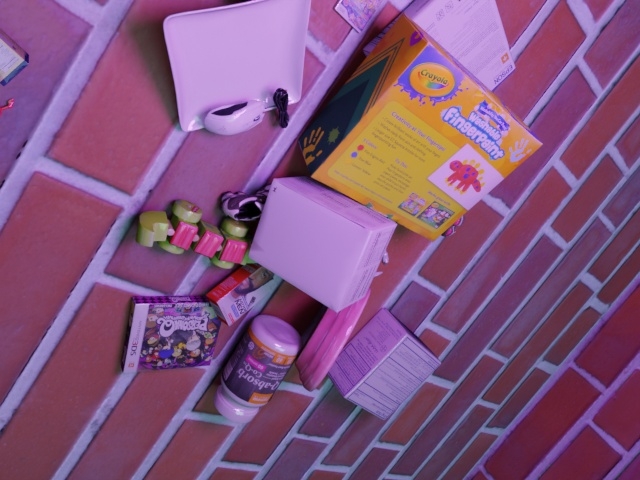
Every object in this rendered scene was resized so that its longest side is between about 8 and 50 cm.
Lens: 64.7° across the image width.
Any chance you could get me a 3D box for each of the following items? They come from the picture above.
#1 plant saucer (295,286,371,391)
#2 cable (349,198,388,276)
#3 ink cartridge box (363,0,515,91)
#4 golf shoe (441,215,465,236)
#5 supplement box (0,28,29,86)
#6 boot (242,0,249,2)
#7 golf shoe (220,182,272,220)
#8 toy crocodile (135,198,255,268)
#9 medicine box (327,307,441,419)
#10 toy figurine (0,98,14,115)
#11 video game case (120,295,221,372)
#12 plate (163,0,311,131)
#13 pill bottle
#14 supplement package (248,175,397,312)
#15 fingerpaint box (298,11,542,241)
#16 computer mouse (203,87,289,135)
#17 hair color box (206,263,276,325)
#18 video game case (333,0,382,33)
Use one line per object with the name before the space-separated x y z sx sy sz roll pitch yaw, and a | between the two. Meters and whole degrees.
plant saucer | 0.025 0.256 1.413 0.084 0.332 0.332 31 104 3
cable | 0.062 0.006 1.377 0.257 0.089 0.257 -16 125 -21
ink cartridge box | 0.305 -0.447 1.247 0.324 0.071 0.330 -42 134 0
golf shoe | 0.393 -0.140 1.474 0.120 0.105 0.273 17 109 -29
supplement box | -0.532 -0.311 0.826 0.056 0.083 0.083 -42 130 0
boot | -0.179 -0.497 0.887 0.246 0.094 0.207 -45 127 -6
golf shoe | -0.135 -0.082 1.201 0.198 0.094 0.077 -16 125 -24
toy crocodile | -0.259 -0.002 1.170 0.340 0.105 0.115 19 108 -38
medicine box | 0.209 0.416 1.683 0.289 0.149 0.263 -46 131 3
toy figurine | -0.651 -0.222 0.725 0.191 0.217 0.362 -43 131 0
video game case | -0.374 0.237 1.293 0.232 0.042 0.210 4 116 -33
plate | -0.160 -0.353 0.990 0.277 0.045 0.277 -21 155 -18
pill bottle | -0.179 0.359 1.409 0.162 0.162 0.279 19 107 -38
supplement package | 0.000 0.000 1.153 0.145 0.261 0.204 -15 131 -59
fingerpaint box | 0.237 -0.238 1.205 0.444 0.163 0.371 23 124 -35
computer mouse | -0.150 -0.260 1.073 0.192 0.042 0.106 -21 155 -19
hair color box | -0.199 0.127 1.291 0.167 0.053 0.093 -41 134 -28
video game case | 0.093 -0.532 1.104 0.087 0.011 0.122 28 103 -40
